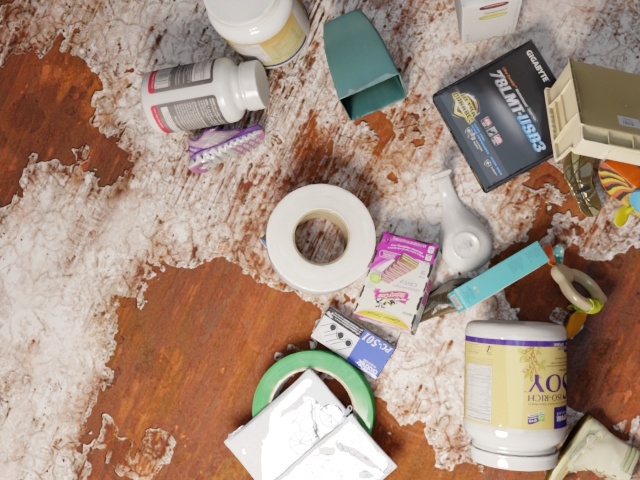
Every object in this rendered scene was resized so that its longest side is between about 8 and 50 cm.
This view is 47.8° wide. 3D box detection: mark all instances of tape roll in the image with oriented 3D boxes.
[{"bbox_3d":[0.000,0.000,1.888,0.286,0.100,0.286,1,79,-4],"label":"tape roll"},{"bbox_3d":[-0.017,0.451,1.908,0.322,0.077,0.321,-1,87,11],"label":"tape roll"}]

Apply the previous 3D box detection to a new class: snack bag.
[{"bbox_3d":[-0.032,0.544,1.848,0.323,0.037,0.342,-41,80,6],"label":"snack bag"}]

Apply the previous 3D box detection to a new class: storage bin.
[{"bbox_3d":[0.689,-0.278,1.700,0.262,0.123,0.260,11,55,-8],"label":"storage bin"}]

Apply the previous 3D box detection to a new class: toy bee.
[{"bbox_3d":[0.800,-0.075,1.757,0.195,0.162,0.298,-19,51,-6],"label":"toy bee"}]

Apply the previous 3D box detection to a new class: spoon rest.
[{"bbox_3d":[0.357,-0.052,1.879,0.137,0.084,0.276,-18,96,11],"label":"spoon rest"}]

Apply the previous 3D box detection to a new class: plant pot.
[{"bbox_3d":[0.101,-0.474,1.907,0.166,0.166,0.234,-22,76,9],"label":"plant pot"}]

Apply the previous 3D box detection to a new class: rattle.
[{"bbox_3d":[0.608,0.123,1.822,0.200,0.142,0.130,43,56,16],"label":"rattle"}]

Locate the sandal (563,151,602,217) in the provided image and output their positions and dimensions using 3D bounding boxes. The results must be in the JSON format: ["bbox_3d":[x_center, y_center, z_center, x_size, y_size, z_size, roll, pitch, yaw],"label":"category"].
[{"bbox_3d":[0.664,-0.147,1.835,0.072,0.049,0.180,-19,98,15],"label":"sandal"}]

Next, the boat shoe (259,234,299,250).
[{"bbox_3d":[-0.084,0.040,1.960,0.183,0.066,0.066,42,90,1],"label":"boat shoe"}]

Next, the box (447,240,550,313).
[{"bbox_3d":[0.442,0.093,1.802,0.244,0.100,0.060,-30,80,-7],"label":"box"}]

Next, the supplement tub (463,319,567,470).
[{"bbox_3d":[0.467,0.362,1.737,0.241,0.241,0.331,1,86,11],"label":"supplement tub"}]

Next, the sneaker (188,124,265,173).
[{"bbox_3d":[-0.271,-0.278,2.003,0.237,0.095,0.104,-22,75,10],"label":"sneaker"}]

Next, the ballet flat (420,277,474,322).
[{"bbox_3d":[0.310,0.165,1.880,0.250,0.058,0.084,-23,65,3],"label":"ballet flat"}]

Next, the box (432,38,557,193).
[{"bbox_3d":[0.486,-0.318,1.867,0.293,0.073,0.295,-28,82,9],"label":"box"}]

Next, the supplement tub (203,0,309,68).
[{"bbox_3d":[-0.165,-0.600,1.885,0.229,0.316,0.228,-1,86,11],"label":"supplement tub"}]

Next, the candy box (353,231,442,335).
[{"bbox_3d":[0.200,0.109,1.855,0.159,0.071,0.233,15,76,21],"label":"candy box"}]

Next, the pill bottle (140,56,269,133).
[{"bbox_3d":[-0.309,-0.399,1.966,0.319,0.176,0.176,-7,85,13],"label":"pill bottle"}]

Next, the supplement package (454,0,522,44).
[{"bbox_3d":[0.408,-0.640,1.804,0.145,0.262,0.203,-9,85,10],"label":"supplement package"}]

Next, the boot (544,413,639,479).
[{"bbox_3d":[0.665,0.557,1.770,0.165,0.077,0.213,34,90,9],"label":"boot"}]

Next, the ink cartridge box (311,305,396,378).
[{"bbox_3d":[0.088,0.268,1.915,0.207,0.046,0.097,33,93,12],"label":"ink cartridge box"}]
